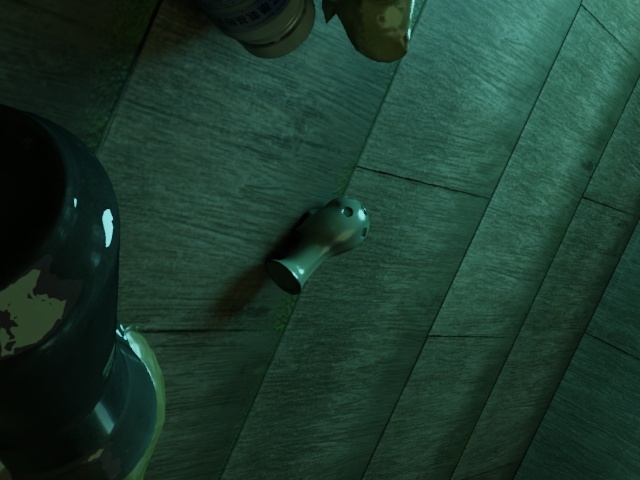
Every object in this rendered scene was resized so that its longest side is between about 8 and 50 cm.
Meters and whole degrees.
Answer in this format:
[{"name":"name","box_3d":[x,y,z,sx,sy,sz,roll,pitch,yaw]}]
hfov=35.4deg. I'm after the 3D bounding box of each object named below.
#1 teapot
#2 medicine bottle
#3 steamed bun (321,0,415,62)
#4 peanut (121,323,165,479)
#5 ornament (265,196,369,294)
[{"name":"teapot","box_3d":[-0.273,0.091,0.823,0.344,0.253,0.300,82,30,-53]},{"name":"medicine bottle","box_3d":[-0.080,-0.259,0.973,0.103,0.103,0.187,-58,150,-6]},{"name":"steamed bun","box_3d":[0.045,-0.333,1.041,0.295,0.137,0.292,-92,-176,-80]},{"name":"peanut","box_3d":[-0.260,0.256,1.075,0.174,0.158,0.340,3,110,-35]},{"name":"ornament","box_3d":[0.000,0.000,1.348,0.156,0.081,0.075,-43,179,-24]}]
